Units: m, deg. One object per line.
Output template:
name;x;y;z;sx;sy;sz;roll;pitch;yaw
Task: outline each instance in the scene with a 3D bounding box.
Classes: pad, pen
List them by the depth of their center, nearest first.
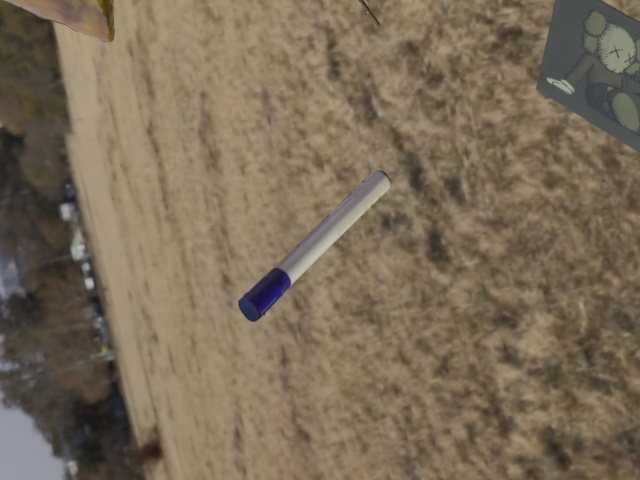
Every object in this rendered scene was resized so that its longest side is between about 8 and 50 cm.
pad;0.262;-0.122;0.807;0.190;0.004;0.127;38;153;25
pen;0.000;0.000;1.144;0.033;0.269;0.033;28;142;24

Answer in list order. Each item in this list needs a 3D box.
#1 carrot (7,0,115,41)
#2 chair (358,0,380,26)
carrot;-0.275;-0.312;0.695;0.241;0.341;0.241;-162;90;-74
chair;0.047;-0.472;1.671;0.221;0.104;0.095;47;-136;-27
